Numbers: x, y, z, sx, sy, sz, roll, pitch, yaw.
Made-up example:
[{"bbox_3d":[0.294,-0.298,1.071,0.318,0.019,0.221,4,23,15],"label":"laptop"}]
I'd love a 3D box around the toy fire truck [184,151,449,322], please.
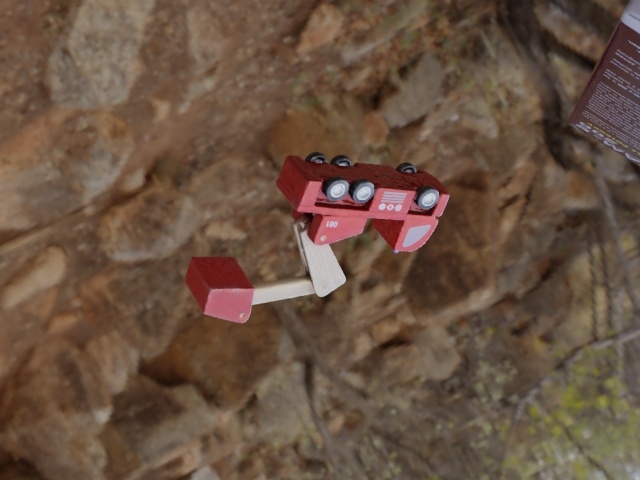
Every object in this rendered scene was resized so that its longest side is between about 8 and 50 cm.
[{"bbox_3d":[0.000,0.000,0.969,0.192,0.047,0.135,4,120,-32],"label":"toy fire truck"}]

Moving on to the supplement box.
[{"bbox_3d":[0.213,-0.127,0.679,0.130,0.073,0.239,-58,171,-4],"label":"supplement box"}]
